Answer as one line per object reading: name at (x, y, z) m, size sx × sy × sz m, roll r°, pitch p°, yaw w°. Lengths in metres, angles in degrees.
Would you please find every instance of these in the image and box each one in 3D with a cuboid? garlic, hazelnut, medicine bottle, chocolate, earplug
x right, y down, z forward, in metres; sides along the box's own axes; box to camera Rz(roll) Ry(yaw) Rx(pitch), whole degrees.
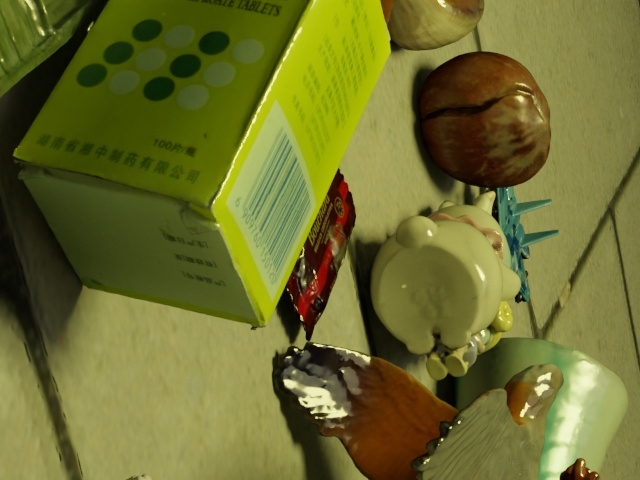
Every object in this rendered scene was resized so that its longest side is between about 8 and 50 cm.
garlic at (0.113, -0.268, 1.564) m, size 0.128 × 0.091 × 0.198 m, roll 62°, pitch 34°, yaw -17°
hazelnut at (0.179, -0.127, 1.615) m, size 0.143 × 0.143 × 0.154 m, roll -59°, pitch 139°, yaw -54°
medicine bottle at (-0.063, -0.088, 0.973) m, size 0.141 × 0.137 × 0.250 m, roll 69°, pitch 38°, yaw -51°
chocolate at (0.000, 0.000, 1.310) m, size 0.086 × 0.028 × 0.182 m, roll 65°, pitch 31°, yaw -31°
earplug at (0.185, 0.278, 1.521) m, size 0.185 × 0.185 × 0.324 m, roll 57°, pitch 43°, yaw -46°

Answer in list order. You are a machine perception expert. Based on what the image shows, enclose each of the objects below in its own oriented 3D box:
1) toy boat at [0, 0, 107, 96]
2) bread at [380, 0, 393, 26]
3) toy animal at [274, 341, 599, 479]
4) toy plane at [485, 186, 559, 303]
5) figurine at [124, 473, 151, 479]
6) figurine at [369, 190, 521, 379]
toy boat at (-0.172, -0.163, 0.922) m, size 0.293 × 0.055 × 0.093 m, roll -63°, pitch 141°, yaw -52°
bread at (0.037, -0.217, 1.423) m, size 0.062 × 0.043 × 0.109 m, roll 61°, pitch 33°, yaw -44°
toy animal at (0.112, 0.239, 1.217) m, size 0.302 × 0.225 × 0.284 m, roll 4°, pitch 94°, yaw -35°
toy plane at (0.193, 0.017, 1.688) m, size 0.246 × 0.078 × 0.169 m, roll -46°, pitch 126°, yaw -52°
figurine at (-0.153, 0.208, 0.806) m, size 0.240 × 0.116 × 0.174 m, roll 71°, pitch 24°, yaw -14°
figurine at (0.137, 0.034, 1.496) m, size 0.155 × 0.127 × 0.235 m, roll 63°, pitch 23°, yaw -2°
